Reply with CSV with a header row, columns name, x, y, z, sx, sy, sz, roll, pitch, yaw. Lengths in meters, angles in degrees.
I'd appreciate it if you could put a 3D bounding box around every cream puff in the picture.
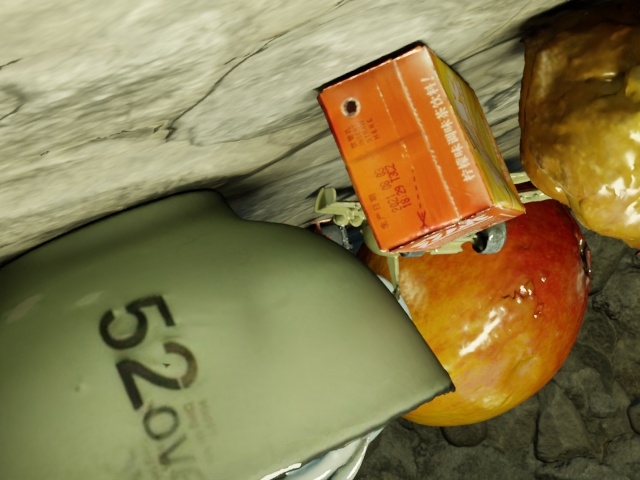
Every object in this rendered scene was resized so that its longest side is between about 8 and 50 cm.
name,x,y,z,sx,sy,sz,roll,pitch,yaw
cream puff,0.231,-0.089,0.857,0.269,0.155,0.241,-22,176,-29

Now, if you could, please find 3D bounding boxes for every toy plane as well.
name,x,y,z,sx,sy,sz,roll,pitch,yaw
toy plane,0.093,-0.026,1.271,0.242,0.104,0.256,-5,161,-23
toy plane,0.000,0.000,1.415,0.060,0.037,0.145,-13,179,-1

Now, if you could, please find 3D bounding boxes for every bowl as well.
name,x,y,z,sx,sy,sz,roll,pitch,yaw
bowl,-0.108,0.085,0.968,0.354,0.185,0.354,-23,175,-2

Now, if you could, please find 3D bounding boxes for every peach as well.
name,x,y,z,sx,sy,sz,roll,pitch,yaw
peach,0.156,0.063,1.550,0.281,0.238,0.281,-38,-166,11

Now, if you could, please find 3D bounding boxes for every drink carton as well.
name,x,y,z,sx,sy,sz,roll,pitch,yaw
drink carton,0.065,-0.047,0.877,0.071,0.096,0.223,-24,175,10

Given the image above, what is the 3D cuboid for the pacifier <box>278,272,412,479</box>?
name,x,y,z,sx,sy,sz,roll,pitch,yaw
pacifier,-0.063,0.110,1.409,0.299,0.244,0.233,18,-166,-34

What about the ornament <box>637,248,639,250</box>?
name,x,y,z,sx,sy,sz,roll,pitch,yaw
ornament,0.285,-0.037,1.413,0.088,0.203,0.081,-25,-177,-7
